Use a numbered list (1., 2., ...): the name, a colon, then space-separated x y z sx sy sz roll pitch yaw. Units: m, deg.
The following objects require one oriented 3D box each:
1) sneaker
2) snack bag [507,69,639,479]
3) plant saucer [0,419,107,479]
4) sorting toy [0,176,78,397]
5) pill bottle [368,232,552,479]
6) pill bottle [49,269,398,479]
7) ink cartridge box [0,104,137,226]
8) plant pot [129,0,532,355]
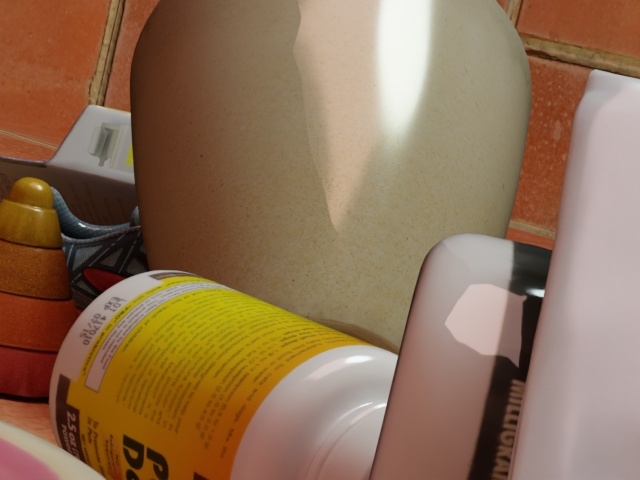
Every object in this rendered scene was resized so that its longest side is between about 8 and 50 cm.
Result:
1. sneaker: -0.100 0.027 1.327 0.262 0.125 0.104 13 7 -3
2. snack bag: 0.206 0.112 0.566 0.323 0.342 0.037 14 -37 4
3. plant saucer: -0.190 0.097 0.613 0.332 0.084 0.332 14 6 -1
4. sorting toy: -0.276 -0.007 1.263 0.365 0.126 0.127 18 8 38
5. pill bottle: 0.180 0.121 0.695 0.334 0.188 0.188 13 5 3
6. pill bottle: -0.023 0.091 0.895 0.117 0.117 0.215 9 7 -40
7. ink cartridge box: -0.102 -0.011 1.506 0.307 0.072 0.303 15 -16 5
8. plant pot: 0.000 0.000 1.157 0.256 0.256 0.274 12 41 -8
